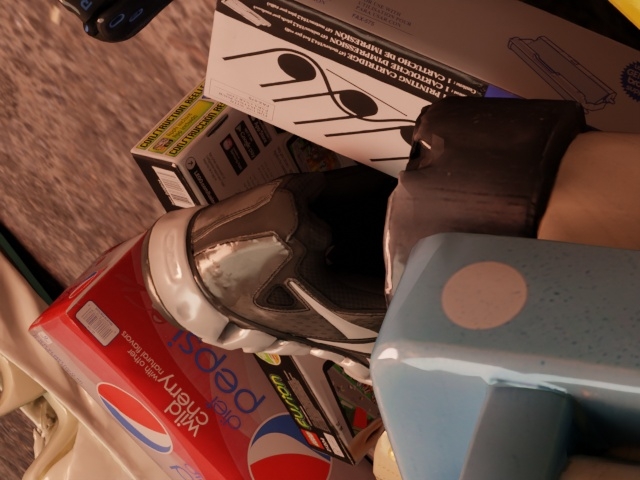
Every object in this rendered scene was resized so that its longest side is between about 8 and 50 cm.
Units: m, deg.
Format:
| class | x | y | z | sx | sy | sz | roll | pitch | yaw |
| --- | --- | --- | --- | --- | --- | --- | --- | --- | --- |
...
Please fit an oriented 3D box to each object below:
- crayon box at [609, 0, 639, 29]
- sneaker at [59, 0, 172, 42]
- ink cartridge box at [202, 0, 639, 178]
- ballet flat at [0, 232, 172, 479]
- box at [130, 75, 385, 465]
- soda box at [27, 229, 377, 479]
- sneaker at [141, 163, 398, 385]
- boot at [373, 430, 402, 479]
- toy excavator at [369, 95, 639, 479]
| class | x | y | z | sx | sy | sz | roll | pitch | yaw |
| --- | --- | --- | --- | --- | --- | --- | --- | --- | --- |
| crayon box | 0.212 | -0.125 | 0.300 | 0.313 | 0.106 | 0.363 | 44 | 133 | -1 |
| sneaker | -0.058 | -0.142 | 0.786 | 0.079 | 0.121 | 0.217 | 43 | 155 | -2 |
| ink cartridge box | 0.056 | -0.060 | 0.783 | 0.207 | 0.046 | 0.097 | 23 | 153 | 4 |
| ballet flat | -0.206 | 0.119 | 1.417 | 0.400 | 0.139 | 0.139 | 45 | 155 | -6 |
| box | 0.000 | 0.000 | 0.941 | 0.036 | 0.114 | 0.207 | 15 | 143 | 45 |
| soda box | -0.065 | 0.119 | 1.266 | 0.263 | 0.083 | 0.092 | 47 | 155 | -10 |
| sneaker | 0.039 | 0.018 | 0.870 | 0.234 | 0.078 | 0.106 | 15 | 148 | -42 |
| boot | 0.122 | 0.119 | 0.981 | 0.203 | 0.095 | 0.262 | 33 | 159 | 22 |
| toy excavator | 0.090 | 0.136 | 0.573 | 0.222 | 0.445 | 0.433 | 6 | 144 | 20 |
